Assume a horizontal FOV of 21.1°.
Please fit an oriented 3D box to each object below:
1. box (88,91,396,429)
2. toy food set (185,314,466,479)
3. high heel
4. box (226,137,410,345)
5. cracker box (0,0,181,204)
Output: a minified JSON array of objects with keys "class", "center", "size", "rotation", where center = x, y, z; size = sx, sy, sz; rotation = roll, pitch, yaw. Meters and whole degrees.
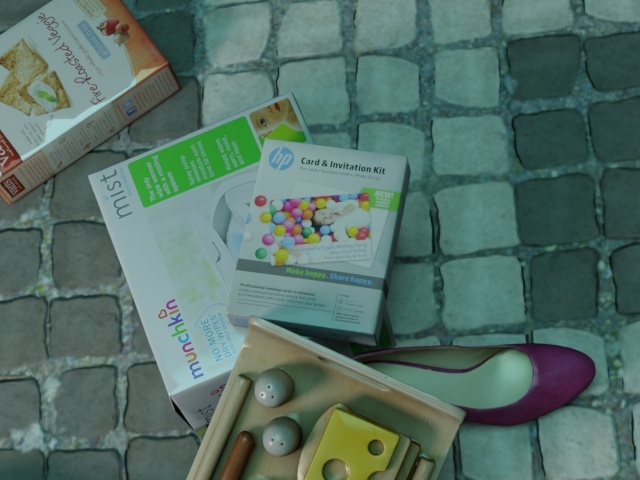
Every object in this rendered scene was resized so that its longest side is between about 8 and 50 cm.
[{"class":"box","center":[-0.080,0.021,1.745],"size":[0.231,0.127,0.262],"rotation":[-22,66,-2]},{"class":"toy food set","center":[-0.023,0.250,1.587],"size":[0.220,0.092,0.306],"rotation":[23,94,5]},{"class":"high heel","center":[0.142,0.126,1.662],"size":[0.244,0.117,0.082],"rotation":[-3,66,9]},{"class":"box","center":[0.000,0.000,1.653],"size":[0.145,0.038,0.186],"rotation":[8,68,11]},{"class":"cracker box","center":[-0.293,-0.169,1.893],"size":[0.232,0.067,0.155],"rotation":[-36,65,-6]}]
